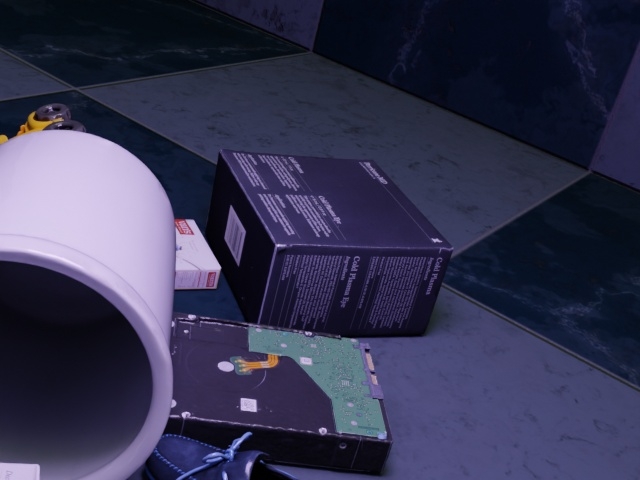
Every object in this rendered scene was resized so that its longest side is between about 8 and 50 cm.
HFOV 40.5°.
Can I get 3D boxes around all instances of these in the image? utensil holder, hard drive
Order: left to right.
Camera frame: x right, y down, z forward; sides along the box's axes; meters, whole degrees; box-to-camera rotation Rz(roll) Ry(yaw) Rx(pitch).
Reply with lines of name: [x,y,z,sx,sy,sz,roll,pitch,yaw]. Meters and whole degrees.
utensil holder: [-0.333,0.072,1.042,0.327,0.328,0.385,9,23,-11]
hard drive: [-0.084,0.203,1.194,0.338,0.064,0.237,8,28,-11]

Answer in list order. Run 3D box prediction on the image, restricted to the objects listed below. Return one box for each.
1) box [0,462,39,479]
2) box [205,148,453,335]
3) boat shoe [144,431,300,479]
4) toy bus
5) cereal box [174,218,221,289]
box: [-0.311,0.314,0.733,0.119,0.181,0.182,7,27,-16]
box: [0.000,0.000,1.499,0.312,0.179,0.343,1,30,-23]
boat shoe: [-0.081,0.278,1.020,0.258,0.089,0.109,19,27,9]
toy bus: [-0.529,-0.138,1.565,0.211,0.149,0.220,-18,36,-22]
cereal box: [-0.305,0.020,1.451,0.240,0.047,0.173,0,30,-27]
